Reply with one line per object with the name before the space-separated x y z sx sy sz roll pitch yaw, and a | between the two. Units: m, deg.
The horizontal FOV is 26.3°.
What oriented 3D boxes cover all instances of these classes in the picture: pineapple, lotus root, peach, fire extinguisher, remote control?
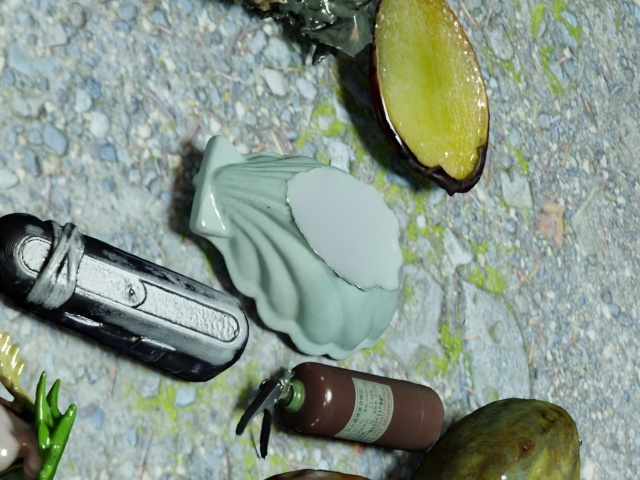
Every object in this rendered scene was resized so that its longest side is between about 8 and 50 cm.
pineapple | -0.033 -0.262 1.412 0.237 0.111 0.119 24 89 -45
lotus root | 0.162 0.265 1.371 0.275 0.152 0.160 -45 130 -49
peach | 0.104 -0.182 1.538 0.189 0.068 0.279 -9 87 -50
fire extinguisher | 0.016 0.172 1.327 0.231 0.071 0.099 14 93 -42
remote control | -0.167 0.047 1.177 0.266 0.066 0.090 29 52 -37

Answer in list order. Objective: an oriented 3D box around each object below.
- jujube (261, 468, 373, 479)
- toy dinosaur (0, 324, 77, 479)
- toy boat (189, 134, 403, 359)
jujube | 0.040 0.370 1.134 0.377 0.276 0.276 56 44 -17
toy dinosaur | -0.282 0.152 1.003 0.177 0.152 0.194 24 62 -5
toy boat | 0.000 0.000 1.346 0.290 0.100 0.199 30 55 -38
